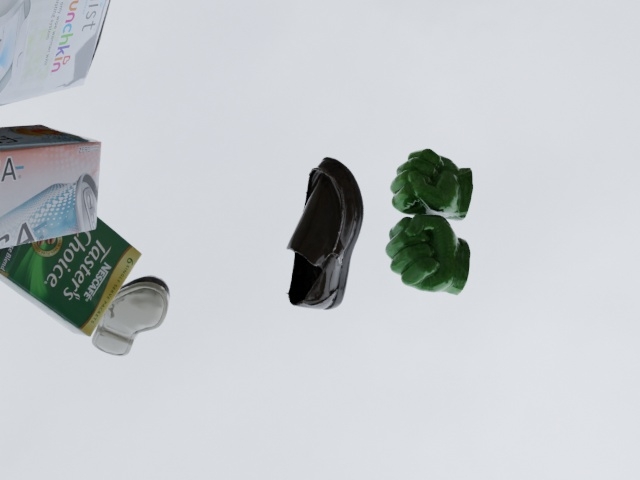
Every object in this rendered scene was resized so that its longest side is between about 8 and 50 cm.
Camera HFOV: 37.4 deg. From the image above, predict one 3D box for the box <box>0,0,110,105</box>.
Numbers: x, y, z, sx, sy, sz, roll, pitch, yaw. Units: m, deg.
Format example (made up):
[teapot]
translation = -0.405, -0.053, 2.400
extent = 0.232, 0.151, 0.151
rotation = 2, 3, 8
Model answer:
[box]
translation = -0.349, -0.227, 0.787
extent = 0.262, 0.127, 0.231
rotation = 32, -151, 12

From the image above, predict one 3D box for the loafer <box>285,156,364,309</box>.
[loafer]
translation = 0.000, 0.000, 1.239
extent = 0.078, 0.220, 0.080
rotation = -17, -149, -40

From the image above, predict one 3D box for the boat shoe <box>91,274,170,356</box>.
[boat shoe]
translation = -0.241, 0.083, 1.213
extent = 0.075, 0.206, 0.065
rotation = 26, -126, -15

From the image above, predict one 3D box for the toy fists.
[toy fists]
translation = 0.194, -0.038, 1.688
extent = 0.142, 0.096, 0.279
rotation = 12, -116, -11

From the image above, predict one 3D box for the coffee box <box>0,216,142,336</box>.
[coffee box]
translation = -0.281, 0.005, 0.974
extent = 0.040, 0.184, 0.113
rotation = 3, -125, 46

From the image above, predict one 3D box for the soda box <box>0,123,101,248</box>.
[soda box]
translation = -0.214, -0.028, 0.550
extent = 0.058, 0.063, 0.183
rotation = 18, -161, 30
